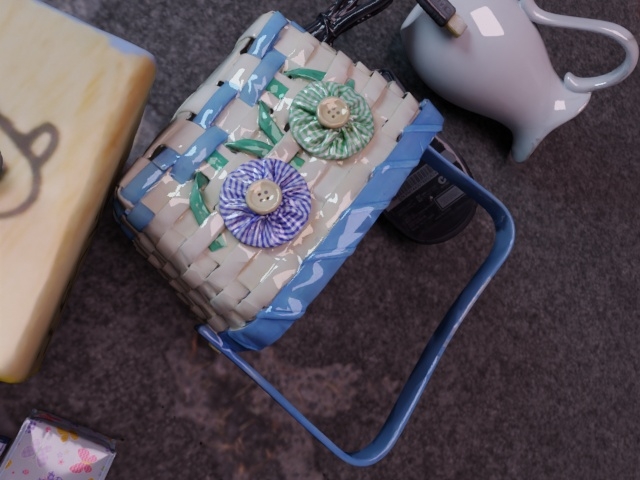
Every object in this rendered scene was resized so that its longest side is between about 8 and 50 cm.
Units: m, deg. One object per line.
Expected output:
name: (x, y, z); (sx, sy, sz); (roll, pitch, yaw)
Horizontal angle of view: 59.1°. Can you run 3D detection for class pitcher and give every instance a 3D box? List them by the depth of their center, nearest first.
pitcher: (0.205, -0.203, 0.600); (0.207, 0.177, 0.126); (37, 46, -14)

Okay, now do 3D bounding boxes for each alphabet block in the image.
alphabet block: (-0.236, -0.035, 0.353); (0.192, 0.193, 0.197); (21, 71, -18)

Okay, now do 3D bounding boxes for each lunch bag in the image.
lunch bag: (-0.197, 0.175, 0.405); (0.071, 0.053, 0.083); (30, 78, -15)

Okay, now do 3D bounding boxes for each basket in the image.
basket: (0.000, 0.000, 0.445); (0.289, 0.201, 0.255); (40, 72, -17)

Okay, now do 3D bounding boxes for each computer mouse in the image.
computer mouse: (0.085, -0.137, 0.567); (0.184, 0.060, 0.262); (-42, 93, 9)

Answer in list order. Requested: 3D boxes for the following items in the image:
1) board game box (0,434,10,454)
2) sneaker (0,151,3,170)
board game box: (-0.318, 0.196, 0.353); (0.136, 0.035, 0.201); (30, 69, -16)
sneaker: (-0.201, -0.060, 0.246); (0.119, 0.047, 0.057); (16, 62, -22)
